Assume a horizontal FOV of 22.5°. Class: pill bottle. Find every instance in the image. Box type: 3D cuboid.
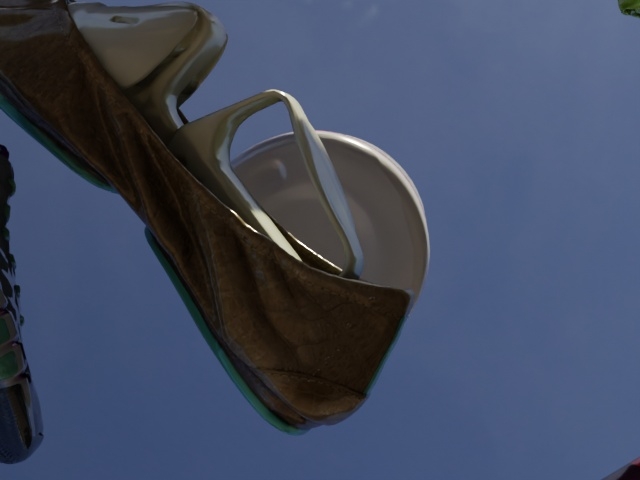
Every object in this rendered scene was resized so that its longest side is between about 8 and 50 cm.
[{"bbox_3d":[0.000,0.000,1.188,0.160,0.283,0.160,0,-87,4],"label":"pill bottle"}]

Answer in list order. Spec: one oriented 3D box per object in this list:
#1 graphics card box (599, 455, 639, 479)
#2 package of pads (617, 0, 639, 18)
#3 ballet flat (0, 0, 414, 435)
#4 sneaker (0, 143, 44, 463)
[{"bbox_3d":[0.190,0.210,0.739,0.371,0.233,0.094,-19,-50,-43],"label":"graphics card box"},{"bbox_3d":[0.273,-0.233,0.766,0.101,0.296,0.229,2,-101,-53],"label":"package of pads"},{"bbox_3d":[-0.073,-0.051,0.889,0.124,0.342,0.116,-46,-18,11],"label":"ballet flat"},{"bbox_3d":[-0.177,0.005,0.833,0.098,0.083,0.223,-41,-60,-44],"label":"sneaker"}]
